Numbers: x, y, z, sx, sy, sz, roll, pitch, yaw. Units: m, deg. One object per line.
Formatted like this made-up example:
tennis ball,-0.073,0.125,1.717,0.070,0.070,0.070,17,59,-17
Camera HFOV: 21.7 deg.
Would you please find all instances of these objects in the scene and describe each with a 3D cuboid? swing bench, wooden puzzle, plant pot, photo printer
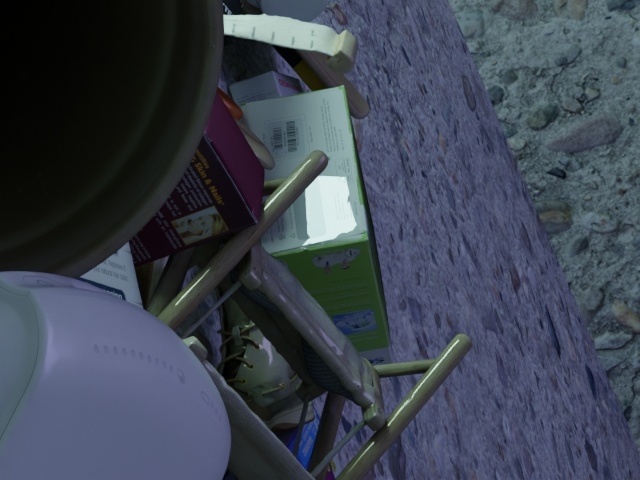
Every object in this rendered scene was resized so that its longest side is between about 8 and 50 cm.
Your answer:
swing bench,-0.037,0.103,1.460,0.253,0.165,0.254,52,49,-25
wooden puzzle,-0.052,-0.260,2.109,0.221,0.044,0.239,51,8,32
plant pot,-0.253,-0.150,1.027,0.323,0.323,0.280,61,-9,-29
photo printer,-0.178,0.175,0.970,0.307,0.107,0.256,-63,151,-9

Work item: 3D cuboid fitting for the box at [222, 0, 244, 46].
box,-0.167,-0.369,1.597,0.295,0.073,0.293,48,34,-35

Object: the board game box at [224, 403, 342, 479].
board game box,-0.007,0.363,1.637,0.318,0.066,0.318,-58,128,-69

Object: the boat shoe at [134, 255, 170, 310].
boat shoe,-0.160,0.033,1.536,0.059,0.063,0.170,59,30,-42

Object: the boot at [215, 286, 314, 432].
boot,-0.079,0.107,1.602,0.213,0.077,0.165,-2,84,-63

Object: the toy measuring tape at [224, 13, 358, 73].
toy measuring tape,-0.136,-0.152,1.431,0.121,0.330,0.121,10,90,-86

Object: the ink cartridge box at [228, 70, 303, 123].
ink cartridge box,-0.047,-0.127,2.045,0.109,0.063,0.150,1,71,-73

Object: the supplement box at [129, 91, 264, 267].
supplement box,-0.154,-0.044,1.407,0.080,0.188,0.104,-87,152,-53

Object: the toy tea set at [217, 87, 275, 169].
toy tea set,-0.165,-0.105,1.639,0.200,0.124,0.336,46,8,27

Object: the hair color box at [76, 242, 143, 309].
hair color box,-0.202,0.105,1.239,0.174,0.105,0.347,27,47,-66

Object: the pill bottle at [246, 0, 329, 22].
pill bottle,-0.061,-0.348,1.983,0.117,0.118,0.208,52,8,-47

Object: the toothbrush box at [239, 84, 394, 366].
toothbrush box,0.000,0.000,1.842,0.283,0.122,0.206,73,8,-57
